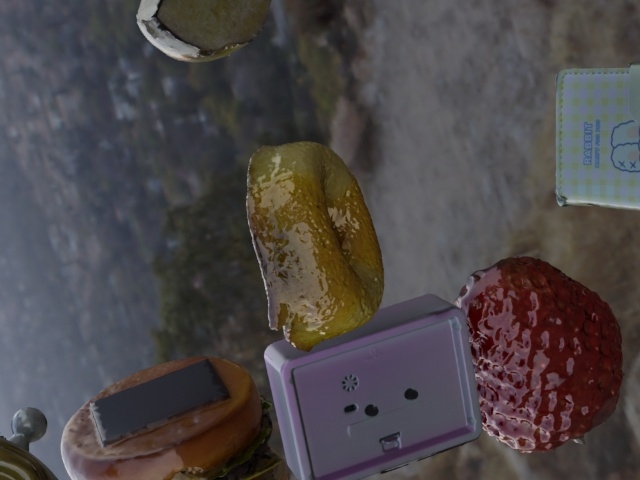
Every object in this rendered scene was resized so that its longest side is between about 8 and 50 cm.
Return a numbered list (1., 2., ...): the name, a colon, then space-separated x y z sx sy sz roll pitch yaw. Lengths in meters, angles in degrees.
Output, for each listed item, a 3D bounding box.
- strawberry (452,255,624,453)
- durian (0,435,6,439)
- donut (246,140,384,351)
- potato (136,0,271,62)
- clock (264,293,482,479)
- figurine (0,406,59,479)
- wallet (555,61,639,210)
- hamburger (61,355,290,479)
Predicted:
1. strawberry: 0.220 0.105 1.518 0.244 0.205 0.205 52 -177 -44
2. durian: -0.419 0.167 1.079 0.198 0.394 0.163 -79 -18 -45
3. donut: 0.000 0.000 1.251 0.174 0.074 0.190 -9 -93 -68
4. potato: -0.101 -0.226 1.236 0.089 0.100 0.172 -19 48 55
5. clock: 0.054 0.152 1.396 0.063 0.197 0.150 -146 42 -65
6. figurine: -0.227 0.232 0.782 0.133 0.193 0.274 -136 57 -78
7. wallet: 0.481 -0.144 2.006 0.309 0.077 0.223 6 95 44
8. hamburger: -0.173 0.289 1.738 0.291 0.291 0.225 30 140 68
